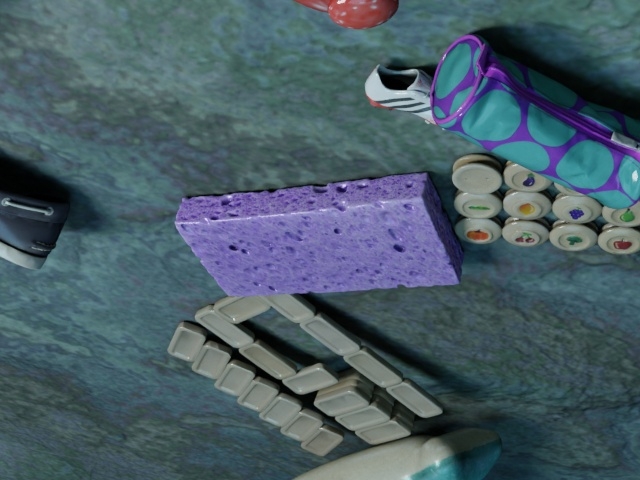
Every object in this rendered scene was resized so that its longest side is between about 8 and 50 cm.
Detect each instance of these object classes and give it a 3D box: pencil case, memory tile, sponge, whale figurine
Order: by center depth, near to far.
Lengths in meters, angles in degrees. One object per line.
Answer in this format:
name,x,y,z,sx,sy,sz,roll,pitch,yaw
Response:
pencil case,0.145,-0.076,0.784,0.151,0.065,0.070,22,162,-20
memory tile,0.172,-0.025,0.906,0.148,0.012,0.113,4,147,9
sponge,0.000,0.000,0.973,0.210,0.031,0.117,-4,145,22
whale figurine,0.075,0.281,1.262,0.272,0.141,0.216,-32,163,38

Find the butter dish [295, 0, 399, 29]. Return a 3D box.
butter dish,0.018,-0.162,0.607,0.159,0.118,0.160,-14,159,34

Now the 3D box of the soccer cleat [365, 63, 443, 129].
soccer cleat,0.071,-0.097,0.806,0.083,0.029,0.036,14,152,1

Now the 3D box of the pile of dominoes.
pile of dominoes,-0.017,0.120,1.184,0.251,0.040,0.196,39,138,-27

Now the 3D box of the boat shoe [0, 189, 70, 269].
boat shoe,-0.293,-0.053,0.960,0.206,0.075,0.065,33,98,-24
